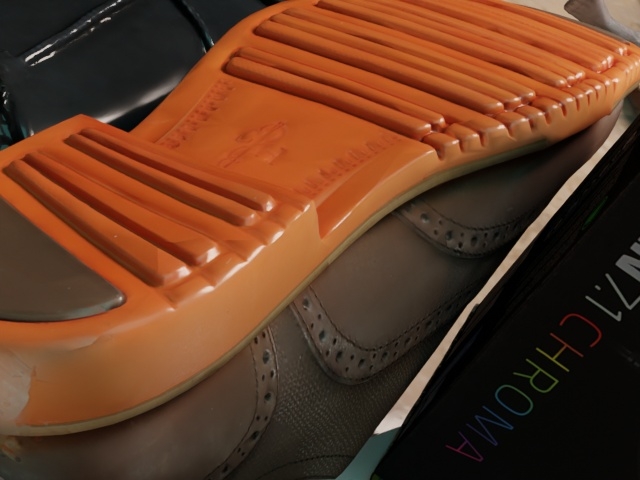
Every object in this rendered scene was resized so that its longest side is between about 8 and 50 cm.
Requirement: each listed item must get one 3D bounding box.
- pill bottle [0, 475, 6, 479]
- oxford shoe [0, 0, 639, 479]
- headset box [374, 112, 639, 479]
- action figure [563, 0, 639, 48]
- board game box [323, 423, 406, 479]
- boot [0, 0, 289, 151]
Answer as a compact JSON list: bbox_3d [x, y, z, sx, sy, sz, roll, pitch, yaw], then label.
[{"bbox_3d":[-0.081,0.170,0.310,0.361,0.204,0.204,35,42,1],"label":"pill bottle"},{"bbox_3d":[0.000,0.000,0.520,0.130,0.132,0.364,26,38,33],"label":"oxford shoe"},{"bbox_3d":[0.208,0.066,0.491,0.283,0.246,0.131,37,39,2],"label":"headset box"},{"bbox_3d":[0.367,-0.096,0.868,0.341,0.178,0.330,-33,81,-9],"label":"action figure"},{"bbox_3d":[0.092,0.157,0.558,0.305,0.053,0.193,-13,61,-41],"label":"board game box"},{"bbox_3d":[-0.061,-0.039,0.596,0.246,0.094,0.207,39,43,2],"label":"boot"}]
